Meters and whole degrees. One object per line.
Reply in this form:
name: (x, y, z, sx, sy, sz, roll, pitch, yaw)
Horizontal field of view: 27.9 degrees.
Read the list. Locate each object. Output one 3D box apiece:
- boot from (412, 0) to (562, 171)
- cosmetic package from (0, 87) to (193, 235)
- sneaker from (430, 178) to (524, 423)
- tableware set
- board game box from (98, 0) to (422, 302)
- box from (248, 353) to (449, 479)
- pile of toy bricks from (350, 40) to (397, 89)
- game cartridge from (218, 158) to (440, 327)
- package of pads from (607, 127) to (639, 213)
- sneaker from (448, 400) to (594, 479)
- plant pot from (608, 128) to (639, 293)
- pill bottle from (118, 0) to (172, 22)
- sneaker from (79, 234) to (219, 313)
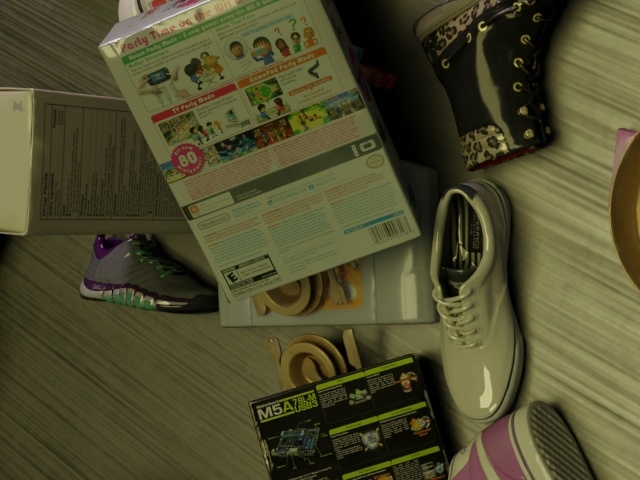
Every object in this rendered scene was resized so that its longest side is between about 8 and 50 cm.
boot: (0.214, -0.185, 1.309, 0.236, 0.085, 0.179, -22, 80, 40)
cosmetic package: (-0.258, -0.088, 1.499, 0.113, 0.309, 0.160, 6, 93, 36)
sneaker: (0.151, 0.064, 1.346, 0.094, 0.091, 0.258, -6, 87, 35)
tableware set: (-0.026, 0.098, 1.441, 0.128, 0.039, 0.194, -11, 99, 36)
board game box: (-0.054, -0.113, 1.312, 0.224, 0.097, 0.303, -20, 112, 13)
box: (0.037, 0.234, 1.384, 0.190, 0.045, 0.184, -17, 84, -5)
pile of toy bricks: (-0.025, -0.182, 1.460, 0.212, 0.105, 0.118, 30, 107, 31)
game cartridge: (0.000, 0.000, 1.478, 0.297, 0.062, 0.198, -4, 92, 35)
package of pads: (0.314, -0.068, 1.268, 0.050, 0.032, 0.083, 9, 96, 34)
sneaker: (0.221, 0.322, 1.302, 0.161, 0.102, 0.282, -38, 59, 33)
plant pot: (0.389, -0.027, 1.198, 0.236, 0.032, 0.236, 1, 92, 26)
pill bottle: (-0.115, -0.292, 1.448, 0.278, 0.162, 0.162, -18, 79, 57)
sneaker: (-0.216, 0.037, 1.612, 0.223, 0.083, 0.098, 6, 89, 36)
